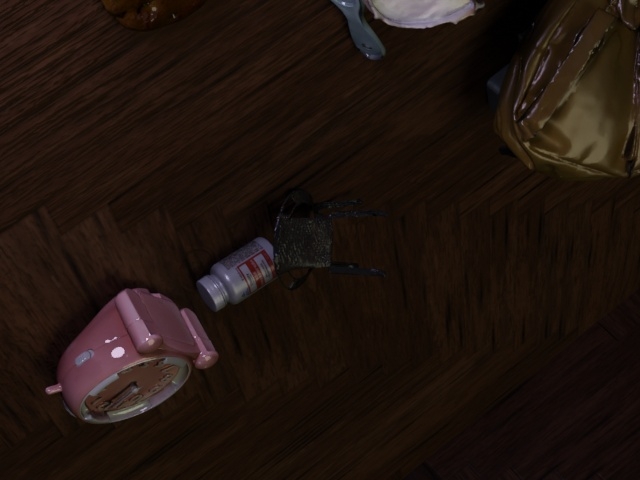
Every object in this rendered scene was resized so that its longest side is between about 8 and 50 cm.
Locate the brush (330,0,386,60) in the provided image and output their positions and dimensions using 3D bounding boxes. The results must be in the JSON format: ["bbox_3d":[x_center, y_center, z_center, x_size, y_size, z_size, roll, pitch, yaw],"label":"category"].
[{"bbox_3d":[0.050,-0.364,1.878,0.060,0.068,0.297,-65,156,-13],"label":"brush"}]

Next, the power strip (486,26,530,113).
[{"bbox_3d":[0.404,-0.336,2.356,0.215,0.061,0.145,-39,147,-11],"label":"power strip"}]

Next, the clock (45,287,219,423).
[{"bbox_3d":[-0.328,0.196,2.062,0.241,0.142,0.227,-40,152,14],"label":"clock"}]

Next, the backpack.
[{"bbox_3d":[0.483,-0.288,2.265,0.353,0.201,0.378,21,99,-33],"label":"backpack"}]

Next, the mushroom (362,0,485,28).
[{"bbox_3d":[0.093,-0.412,1.762,0.162,0.173,0.236,-32,131,-8],"label":"mushroom"}]

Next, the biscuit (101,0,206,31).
[{"bbox_3d":[-0.188,-0.355,1.597,0.212,0.036,0.212,-33,150,-22],"label":"biscuit"}]

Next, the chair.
[{"bbox_3d":[0.000,0.000,2.192,0.213,0.149,0.174,-1,98,-22],"label":"chair"}]

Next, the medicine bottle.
[{"bbox_3d":[-0.139,0.060,2.164,0.140,0.079,0.079,-32,149,-20],"label":"medicine bottle"}]
